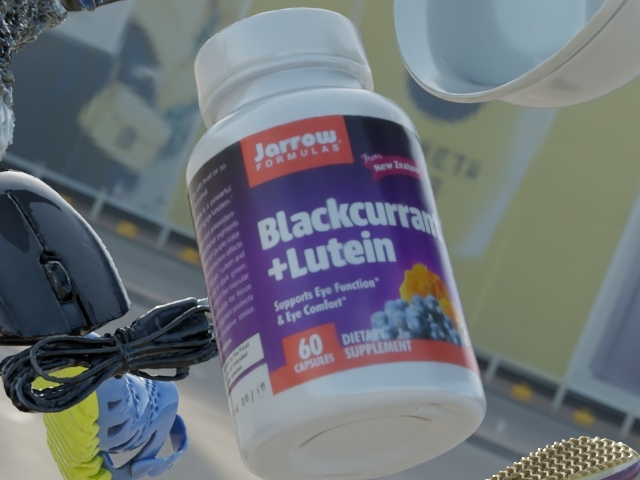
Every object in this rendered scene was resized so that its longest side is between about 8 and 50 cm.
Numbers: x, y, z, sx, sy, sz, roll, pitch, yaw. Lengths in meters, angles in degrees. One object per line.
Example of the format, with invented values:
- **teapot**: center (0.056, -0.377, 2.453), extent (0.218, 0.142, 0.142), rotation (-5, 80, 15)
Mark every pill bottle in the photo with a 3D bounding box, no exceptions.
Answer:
- **pill bottle**: center (0.000, 0.000, 0.855), extent (0.108, 0.193, 0.108), rotation (-11, -24, -5)

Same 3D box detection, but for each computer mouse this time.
- **computer mouse**: center (-0.208, 0.013, 1.453), extent (0.188, 0.072, 0.272), rotation (-17, 42, -38)

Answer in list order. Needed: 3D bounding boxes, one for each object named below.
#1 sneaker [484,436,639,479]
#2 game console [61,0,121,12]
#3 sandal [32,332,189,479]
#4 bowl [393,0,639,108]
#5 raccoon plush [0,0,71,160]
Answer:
- **sneaker**: center (0.172, 0.219, 1.522), extent (0.185, 0.084, 0.069), rotation (-21, 22, -17)
- **game console**: center (-0.155, -0.332, 1.481), extent (0.250, 0.293, 0.173), rotation (-22, 12, -35)
- **sandal**: center (-0.203, 0.167, 1.929), extent (0.126, 0.138, 0.317), rotation (61, -14, 21)
- **bowl**: center (0.195, -0.207, 1.356), extent (0.134, 0.298, 0.298), rotation (26, -2, -30)
- **raccoon plush**: center (-0.347, -0.167, 1.865), extent (0.216, 0.446, 0.299), rotation (-12, -34, 9)
